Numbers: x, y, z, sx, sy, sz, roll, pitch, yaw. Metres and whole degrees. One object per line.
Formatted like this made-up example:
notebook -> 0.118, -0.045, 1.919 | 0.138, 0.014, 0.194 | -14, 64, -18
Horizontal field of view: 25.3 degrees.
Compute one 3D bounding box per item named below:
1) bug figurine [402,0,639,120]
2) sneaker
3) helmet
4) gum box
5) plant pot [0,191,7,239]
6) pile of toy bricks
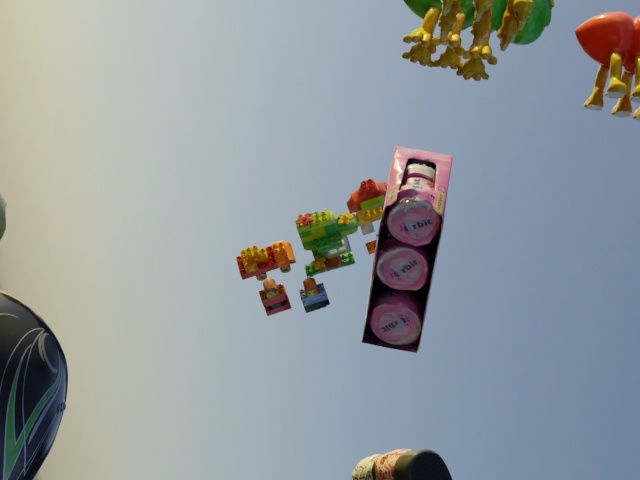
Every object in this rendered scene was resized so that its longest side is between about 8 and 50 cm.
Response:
bug figurine -> 0.150, -0.123, 0.754 | 0.279, 0.216, 0.072 | 137, -36, -89
sneaker -> 0.126, 0.391, 1.794 | 0.145, 0.090, 0.270 | -15, -84, 54
helmet -> -0.286, 0.133, 1.106 | 0.161, 0.169, 0.169 | -64, 163, -47
gum box -> 0.088, 0.006, 1.444 | 0.107, 0.062, 0.188 | -77, 176, -53
plant pot -> -0.468, -0.074, 1.490 | 0.254, 0.276, 0.276 | 58, 4, -35
pile of toy bricks -> 0.000, 0.000, 1.704 | 0.105, 0.212, 0.118 | 71, 0, -50
